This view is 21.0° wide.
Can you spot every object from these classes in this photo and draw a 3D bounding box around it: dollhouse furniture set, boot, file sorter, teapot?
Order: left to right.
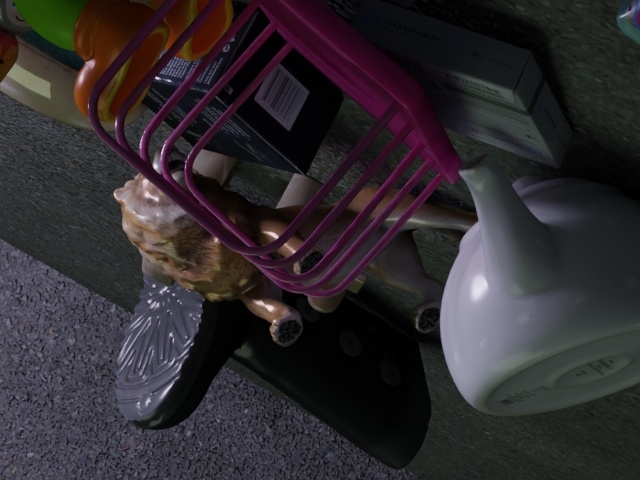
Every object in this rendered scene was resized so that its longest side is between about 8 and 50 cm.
[{"bbox_3d":[-0.067,0.015,2.035,0.242,0.161,0.212,28,167,0],"label":"dollhouse furniture set"},{"bbox_3d":[-0.032,-0.081,1.358,0.202,0.182,0.290,42,180,14],"label":"file sorter"},{"bbox_3d":[-0.044,0.183,2.259,0.146,0.367,0.445,-24,130,35],"label":"boot"},{"bbox_3d":[0.211,0.031,1.505,0.252,0.187,0.256,-7,157,-22],"label":"teapot"}]

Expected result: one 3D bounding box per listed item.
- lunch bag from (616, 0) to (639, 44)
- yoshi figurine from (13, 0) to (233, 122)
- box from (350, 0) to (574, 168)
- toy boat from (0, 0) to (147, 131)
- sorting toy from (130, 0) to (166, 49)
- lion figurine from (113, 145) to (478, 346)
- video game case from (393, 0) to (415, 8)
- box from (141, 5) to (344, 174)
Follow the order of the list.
[{"bbox_3d":[0.315,-0.105,0.828,0.262,0.160,0.223,36,165,-7],"label":"lunch bag"},{"bbox_3d":[-0.259,-0.237,1.409,0.362,0.203,0.203,37,-176,13],"label":"yoshi figurine"},{"bbox_3d":[0.116,-0.123,1.375,0.145,0.038,0.186,22,171,24],"label":"box"},{"bbox_3d":[-0.279,-0.205,1.644,0.267,0.148,0.318,31,-169,-3],"label":"toy boat"},{"bbox_3d":[-0.148,-0.209,1.542,0.083,0.075,0.045,30,167,-5],"label":"sorting toy"},{"bbox_3d":[0.000,0.000,1.763,0.392,0.142,0.240,3,-159,-32],"label":"lion figurine"},{"bbox_3d":[0.007,-0.241,1.225,0.173,0.022,0.190,28,167,-1],"label":"video game case"},{"bbox_3d":[-0.091,-0.148,1.616,0.158,0.093,0.156,16,163,40],"label":"box"}]
